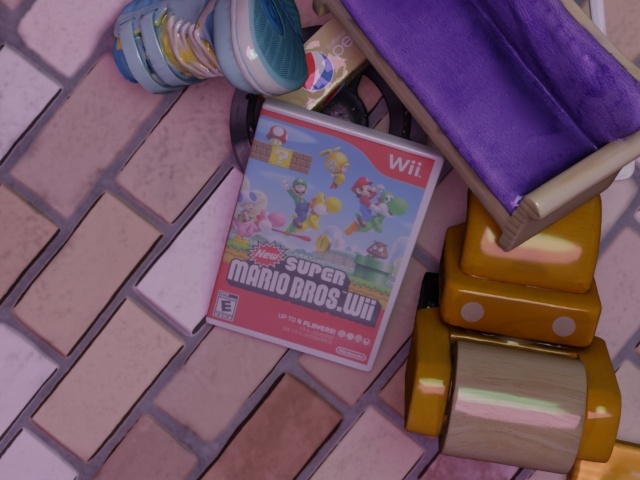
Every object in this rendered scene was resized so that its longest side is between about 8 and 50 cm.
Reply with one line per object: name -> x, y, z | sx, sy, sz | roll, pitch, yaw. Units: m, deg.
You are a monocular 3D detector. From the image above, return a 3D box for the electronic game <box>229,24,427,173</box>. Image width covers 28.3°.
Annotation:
electronic game -> 0.010, -0.135, 1.460 | 0.229, 0.048, 0.229 | 0, 84, 1

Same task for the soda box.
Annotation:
soda box -> 0.015, -0.203, 1.413 | 0.181, 0.058, 0.061 | -44, 85, -3

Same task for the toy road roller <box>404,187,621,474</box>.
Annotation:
toy road roller -> 0.205, 0.065, 1.329 | 0.203, 0.329, 0.240 | 9, 114, 1

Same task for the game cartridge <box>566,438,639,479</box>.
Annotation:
game cartridge -> 0.402, 0.408, 1.472 | 0.285, 0.052, 0.323 | 12, 93, 0

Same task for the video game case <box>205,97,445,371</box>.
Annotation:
video game case -> 0.000, 0.000, 1.419 | 0.204, 0.025, 0.285 | 17, 117, 0

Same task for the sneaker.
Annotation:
sneaker -> -0.129, -0.200, 1.349 | 0.208, 0.319, 0.127 | -23, 113, 10

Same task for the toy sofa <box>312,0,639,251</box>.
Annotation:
toy sofa -> 0.155, -0.187, 1.264 | 0.150, 0.177, 0.362 | -31, 74, -20

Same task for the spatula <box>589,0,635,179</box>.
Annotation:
spatula -> 0.384, -0.195, 1.467 | 0.168, 0.019, 0.241 | -6, 92, 2
